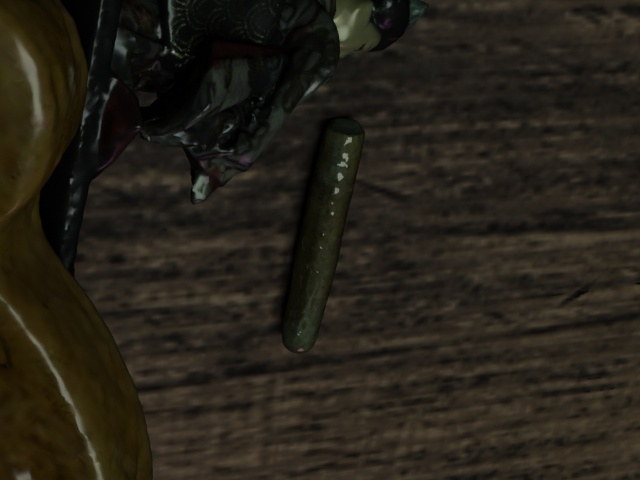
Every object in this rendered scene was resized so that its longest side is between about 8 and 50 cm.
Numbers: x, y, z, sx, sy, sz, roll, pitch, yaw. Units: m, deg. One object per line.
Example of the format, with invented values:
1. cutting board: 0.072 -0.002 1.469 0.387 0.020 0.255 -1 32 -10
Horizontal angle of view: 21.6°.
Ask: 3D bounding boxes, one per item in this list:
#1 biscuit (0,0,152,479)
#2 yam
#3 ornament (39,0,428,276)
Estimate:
1. biscuit: -0.187 0.001 0.551 0.344 0.057 0.287 43 117 -7
2. yam: 0.000 0.000 0.758 0.021 0.021 0.116 1 118 -24
3. ornament: -0.043 -0.070 0.637 0.196 0.166 0.153 -9 125 -36
